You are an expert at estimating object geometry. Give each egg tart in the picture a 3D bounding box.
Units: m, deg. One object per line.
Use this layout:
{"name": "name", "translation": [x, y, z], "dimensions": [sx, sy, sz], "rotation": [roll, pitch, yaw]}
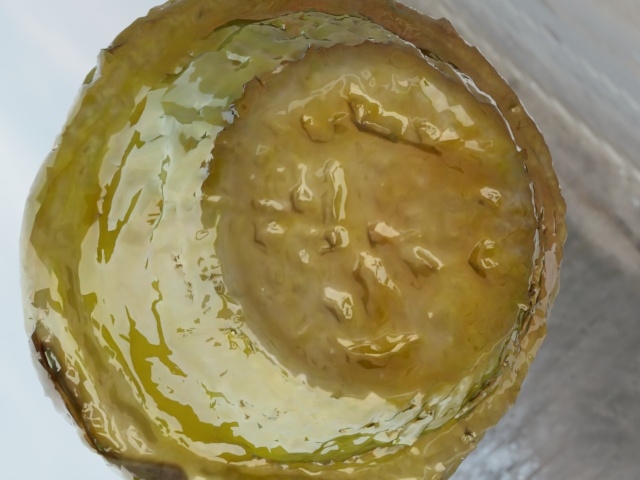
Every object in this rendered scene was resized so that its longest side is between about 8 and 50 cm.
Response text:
{"name": "egg tart", "translation": [0.000, 0.000, 0.711], "dimensions": [0.288, 0.288, 0.118], "rotation": [48, 160, -9]}
